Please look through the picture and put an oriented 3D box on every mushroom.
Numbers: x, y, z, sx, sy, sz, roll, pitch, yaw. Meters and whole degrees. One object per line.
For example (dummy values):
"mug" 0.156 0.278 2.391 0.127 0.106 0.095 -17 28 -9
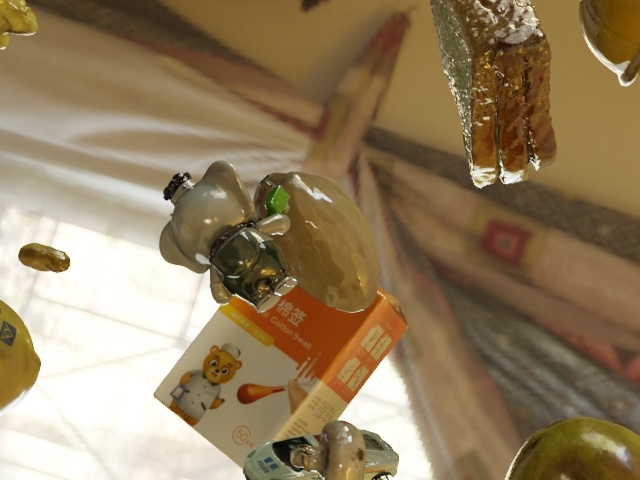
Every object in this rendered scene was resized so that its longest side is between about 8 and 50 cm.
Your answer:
"mushroom" 0.008 0.230 1.523 0.085 0.079 0.085 -175 -90 -81

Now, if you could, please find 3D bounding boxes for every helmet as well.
"helmet" -0.447 0.162 1.936 0.257 0.140 0.205 -45 -151 44

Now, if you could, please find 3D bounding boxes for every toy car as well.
"toy car" 0.002 0.270 1.759 0.095 0.205 0.056 41 -56 48

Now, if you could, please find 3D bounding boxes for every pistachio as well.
"pistachio" 0.000 0.000 1.951 0.136 0.226 0.136 -37 -176 3

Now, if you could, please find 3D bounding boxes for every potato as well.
"potato" -0.442 0.030 2.335 0.046 0.092 0.045 47 55 -73

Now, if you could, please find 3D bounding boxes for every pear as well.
"pear" 0.294 0.287 1.588 0.200 0.200 0.200 16 90 -86

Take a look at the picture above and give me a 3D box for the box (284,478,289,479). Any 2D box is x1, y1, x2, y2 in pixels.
"box" -0.082 0.362 1.507 0.168 0.095 0.212 -30 -166 6

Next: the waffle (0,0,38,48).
"waffle" -0.349 -0.310 1.380 0.056 0.250 0.261 -38 125 -50

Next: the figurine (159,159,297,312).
"figurine" -0.107 -0.006 1.644 0.147 0.192 0.126 -47 165 14

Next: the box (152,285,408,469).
"box" -0.057 0.179 2.221 0.341 0.225 0.143 -53 151 -5

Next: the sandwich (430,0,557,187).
"sandwich" 0.183 -0.224 1.613 0.254 0.099 0.288 73 4 -56

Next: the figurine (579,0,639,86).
"figurine" 0.435 -0.287 1.720 0.192 0.256 0.167 83 -7 -81
